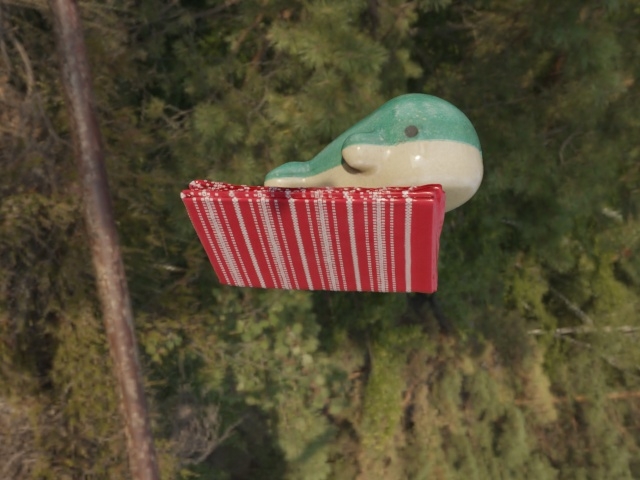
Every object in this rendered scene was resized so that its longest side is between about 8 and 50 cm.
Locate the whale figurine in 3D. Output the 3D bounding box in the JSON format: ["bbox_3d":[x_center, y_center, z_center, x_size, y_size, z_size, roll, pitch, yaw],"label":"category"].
[{"bbox_3d":[0.067,-0.104,0.912,0.216,0.271,0.141,34,52,-67],"label":"whale figurine"}]

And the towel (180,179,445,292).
[{"bbox_3d":[0.000,0.000,0.805,0.199,0.274,0.031,78,16,-55],"label":"towel"}]
